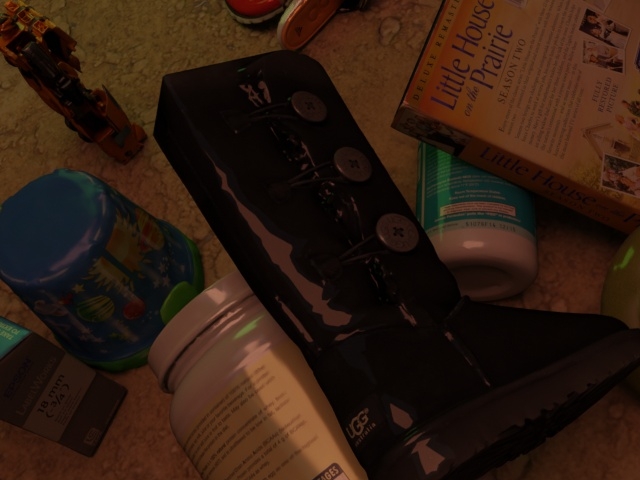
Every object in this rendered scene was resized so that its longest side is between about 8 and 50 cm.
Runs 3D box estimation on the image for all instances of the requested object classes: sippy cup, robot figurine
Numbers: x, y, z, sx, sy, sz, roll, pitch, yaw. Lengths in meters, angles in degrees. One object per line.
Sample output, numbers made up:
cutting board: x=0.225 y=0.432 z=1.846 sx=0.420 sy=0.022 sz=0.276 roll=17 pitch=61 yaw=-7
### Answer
sippy cup: x=-0.303 y=0.029 z=0.962 sx=0.305 sy=0.224 sz=0.240 roll=-11 pitch=60 yaw=10
robot figurine: x=-0.388 y=-0.242 z=1.094 sx=0.211 sy=0.291 sz=0.085 roll=36 pitch=77 yaw=29

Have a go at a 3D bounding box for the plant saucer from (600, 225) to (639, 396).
plant saucer: x=0.420 y=0.076 z=0.761 sx=0.240 sy=0.037 sz=0.241 roll=0 pitch=88 yaw=0

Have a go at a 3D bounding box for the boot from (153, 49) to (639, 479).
boot: x=0.079 y=-0.001 z=0.719 sx=0.445 sy=0.367 sz=0.146 roll=54 pitch=130 yaw=28

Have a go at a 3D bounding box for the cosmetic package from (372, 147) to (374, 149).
cosmetic package: x=0.000 y=0.000 z=0.957 sx=0.127 sy=0.107 sz=0.238 roll=4 pitch=62 yaw=17

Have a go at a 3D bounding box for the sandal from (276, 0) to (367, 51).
sandal: x=0.038 y=-0.400 z=1.172 sx=0.076 sy=0.102 sz=0.265 roll=35 pitch=85 yaw=28

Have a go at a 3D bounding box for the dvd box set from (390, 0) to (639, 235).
dvd box set: x=0.326 y=-0.177 z=0.869 sx=0.420 sy=0.062 sz=0.308 roll=23 pitch=65 yaw=-1

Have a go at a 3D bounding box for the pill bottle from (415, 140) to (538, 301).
pill bottle: x=0.193 y=-0.068 z=0.910 sx=0.146 sy=0.146 sz=0.264 roll=-2 pitch=62 yaw=16

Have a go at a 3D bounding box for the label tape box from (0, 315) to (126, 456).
label tape box: x=-0.422 y=0.135 z=0.875 sx=0.240 sy=0.334 sz=0.106 roll=18 pitch=69 yaw=24

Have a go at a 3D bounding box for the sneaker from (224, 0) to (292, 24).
sneaker: x=-0.152 y=-0.477 z=1.252 sx=0.107 sy=0.118 sz=0.279 roll=-37 pitch=58 yaw=-4

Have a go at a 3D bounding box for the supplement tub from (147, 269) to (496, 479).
supplement tub: x=-0.006 y=0.197 z=0.741 sx=0.235 sy=0.235 sz=0.325 roll=-38 pitch=72 yaw=-5
